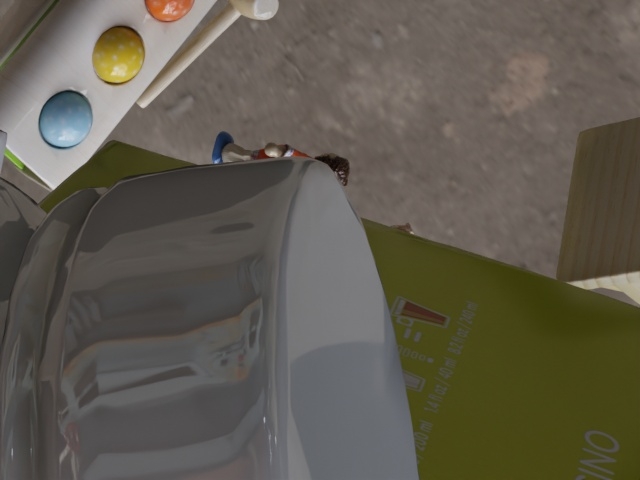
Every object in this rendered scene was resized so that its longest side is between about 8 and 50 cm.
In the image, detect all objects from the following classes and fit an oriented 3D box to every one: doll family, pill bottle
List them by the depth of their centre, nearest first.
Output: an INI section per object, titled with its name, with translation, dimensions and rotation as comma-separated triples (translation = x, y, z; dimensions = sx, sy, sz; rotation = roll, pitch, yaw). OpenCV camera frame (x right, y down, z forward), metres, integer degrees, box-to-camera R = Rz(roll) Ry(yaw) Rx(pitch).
[pill bottle]
translation = -0.163, 0.089, 0.456
dimensions = 0.361, 0.204, 0.204
rotation = -8, 117, 11
[doll family]
translation = 0.000, 0.000, 1.677
dimensions = 0.263, 0.163, 0.118
rotation = 41, 64, -56

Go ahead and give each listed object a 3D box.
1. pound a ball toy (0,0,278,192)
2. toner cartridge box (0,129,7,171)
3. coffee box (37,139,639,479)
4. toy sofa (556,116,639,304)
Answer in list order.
[pound a ball toy]
translation = -0.181, -0.185, 1.705
dimensions = 0.319, 0.136, 0.208
rotation = -51, 131, -9
[toner cartridge box]
translation = -0.290, 0.085, 1.091
dimensions = 0.075, 0.165, 0.347
rotation = 11, 89, 10
[coffee box]
translation = -0.029, 0.194, 0.808
dimensions = 0.338, 0.337, 0.334
rotation = 18, 115, 7
[toy sofa]
translation = 0.370, 0.035, 1.447
dimensions = 0.177, 0.150, 0.362
rotation = -12, 145, 42
